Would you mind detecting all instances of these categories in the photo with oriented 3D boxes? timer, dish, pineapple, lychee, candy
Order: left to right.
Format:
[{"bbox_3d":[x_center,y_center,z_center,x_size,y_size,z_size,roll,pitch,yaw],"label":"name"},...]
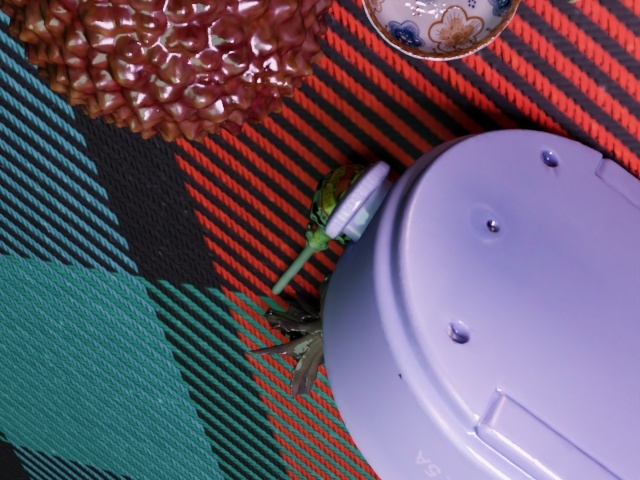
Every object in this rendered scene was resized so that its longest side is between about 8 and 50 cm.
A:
[{"bbox_3d":[-0.137,-0.236,0.836,0.306,0.330,0.306,-2,127,-3],"label":"lychee"},{"bbox_3d":[0.000,0.000,1.133,0.083,0.091,0.305,47,149,4],"label":"candy"},{"bbox_3d":[0.024,0.086,1.142,0.130,0.119,0.277,5,151,-32],"label":"pineapple"},{"bbox_3d":[0.099,-0.230,0.852,0.141,0.078,0.141,-1,106,-2],"label":"dish"},{"bbox_3d":[0.168,0.076,0.861,0.395,0.395,0.173,36,141,-1],"label":"timer"}]

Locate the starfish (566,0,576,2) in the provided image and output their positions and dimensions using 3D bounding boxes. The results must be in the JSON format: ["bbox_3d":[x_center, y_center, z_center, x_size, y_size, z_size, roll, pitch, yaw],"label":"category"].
[{"bbox_3d":[0.210,-0.240,0.739,0.223,0.050,0.217,3,156,-3],"label":"starfish"}]
